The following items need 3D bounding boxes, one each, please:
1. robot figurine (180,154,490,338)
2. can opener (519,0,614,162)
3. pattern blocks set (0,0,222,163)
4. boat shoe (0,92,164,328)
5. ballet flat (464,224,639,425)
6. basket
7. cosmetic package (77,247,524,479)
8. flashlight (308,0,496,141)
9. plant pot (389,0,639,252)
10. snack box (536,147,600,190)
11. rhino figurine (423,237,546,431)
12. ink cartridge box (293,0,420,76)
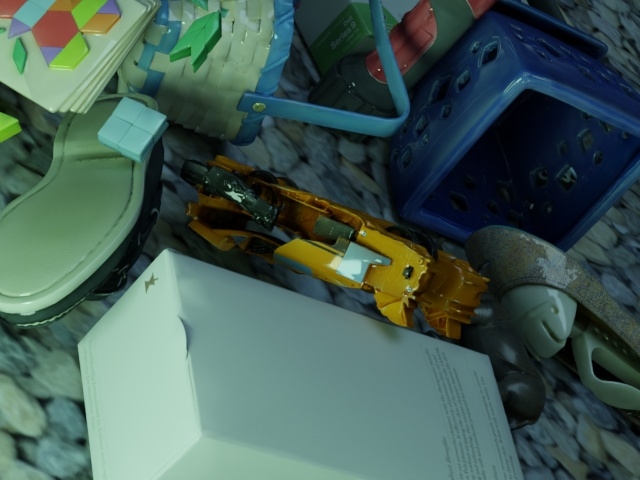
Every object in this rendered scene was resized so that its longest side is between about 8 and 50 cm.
[{"bbox_3d":[0.000,0.000,1.686,0.291,0.085,0.211,23,2,30],"label":"robot figurine"},{"bbox_3d":[0.294,-0.214,2.251,0.283,0.076,0.095,68,8,30],"label":"can opener"},{"bbox_3d":[-0.253,-0.200,1.616,0.324,0.026,0.285,17,64,12],"label":"pattern blocks set"},{"bbox_3d":[-0.204,-0.005,1.570,0.127,0.113,0.340,-4,31,6],"label":"boat shoe"},{"bbox_3d":[0.283,0.102,1.981,0.316,0.107,0.106,34,43,-15],"label":"ballet flat"},{"bbox_3d":[-0.061,-0.217,1.837,0.289,0.201,0.255,7,48,-24],"label":"basket"},{"bbox_3d":[-0.010,0.165,1.556,0.365,0.155,0.197,20,42,-32],"label":"cosmetic package"},{"bbox_3d":[0.101,-0.232,1.944,0.103,0.304,0.103,54,35,11],"label":"flashlight"},{"bbox_3d":[0.214,-0.139,2.043,0.236,0.236,0.212,19,37,-32],"label":"plant pot"},{"bbox_3d":[0.255,-0.180,2.272,0.322,0.060,0.187,47,34,2],"label":"snack box"},{"bbox_3d":[0.161,0.096,1.881,0.106,0.073,0.243,9,47,-36],"label":"rhino figurine"},{"bbox_3d":[0.040,-0.288,2.127,0.154,0.093,0.212,2,52,-45],"label":"ink cartridge box"}]
